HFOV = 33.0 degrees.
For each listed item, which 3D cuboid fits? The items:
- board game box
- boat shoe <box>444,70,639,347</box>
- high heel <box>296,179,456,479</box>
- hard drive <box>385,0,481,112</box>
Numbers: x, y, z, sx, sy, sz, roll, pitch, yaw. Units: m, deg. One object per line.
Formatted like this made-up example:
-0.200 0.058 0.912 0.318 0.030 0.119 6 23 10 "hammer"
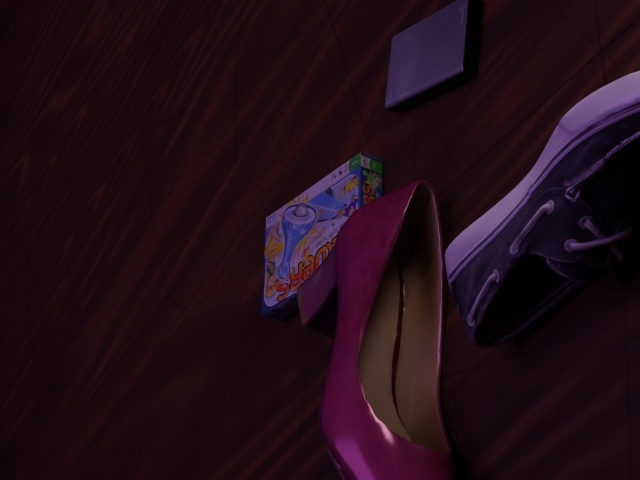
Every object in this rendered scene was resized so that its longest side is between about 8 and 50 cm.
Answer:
0.000 0.000 1.270 0.201 0.035 0.136 -33 48 47 "board game box"
0.206 -0.014 0.872 0.301 0.108 0.102 -46 39 41 "boat shoe"
0.084 0.106 1.001 0.181 0.127 0.377 -47 43 23 "high heel"
0.124 -0.204 1.190 0.135 0.022 0.094 -19 58 54 "hard drive"
